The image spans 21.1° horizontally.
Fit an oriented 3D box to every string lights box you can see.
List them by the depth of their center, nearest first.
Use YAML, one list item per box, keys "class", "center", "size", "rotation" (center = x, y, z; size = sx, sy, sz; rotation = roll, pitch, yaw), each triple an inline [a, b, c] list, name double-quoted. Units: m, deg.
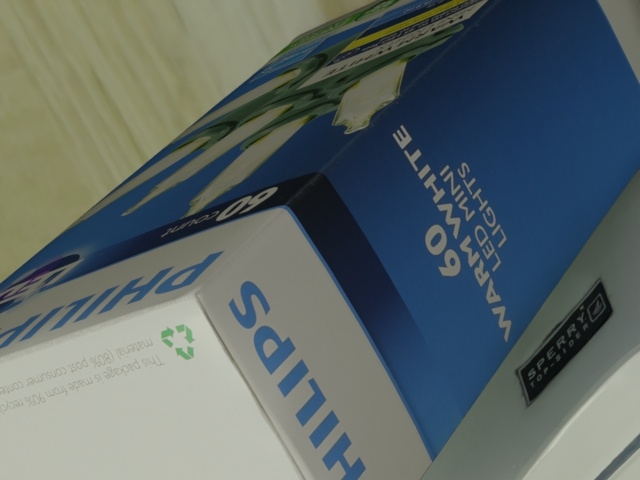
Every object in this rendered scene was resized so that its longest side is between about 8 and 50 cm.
- class: "string lights box"
  center: [0.000, 0.000, 0.498]
  size: [0.133, 0.260, 0.077]
  rotation: [-19, 106, 36]

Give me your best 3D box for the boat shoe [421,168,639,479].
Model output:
- class: "boat shoe"
  center: [0.130, 0.030, 0.565]
  size: [0.084, 0.095, 0.258]
  rotation: [25, 129, -23]
